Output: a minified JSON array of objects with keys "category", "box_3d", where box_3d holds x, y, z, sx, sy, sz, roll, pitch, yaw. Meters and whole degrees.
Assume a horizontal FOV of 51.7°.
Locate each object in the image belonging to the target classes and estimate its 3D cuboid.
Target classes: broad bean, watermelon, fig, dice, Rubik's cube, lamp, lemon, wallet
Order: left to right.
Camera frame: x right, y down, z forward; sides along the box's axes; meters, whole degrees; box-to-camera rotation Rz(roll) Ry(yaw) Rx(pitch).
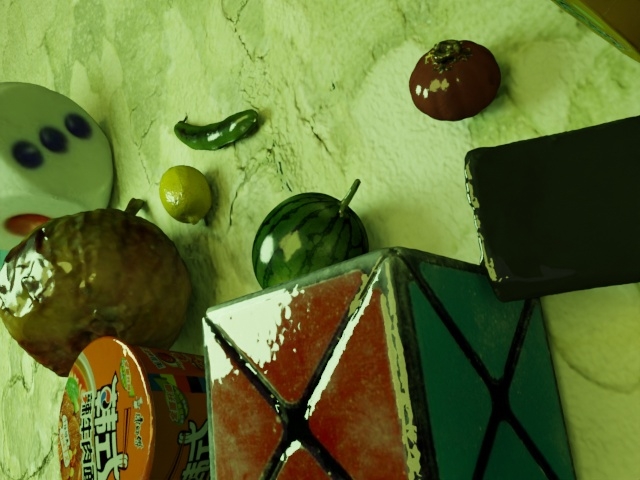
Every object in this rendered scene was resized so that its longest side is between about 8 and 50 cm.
[{"category":"dice","box_3d":[-0.573,-0.136,1.298,0.243,0.259,0.251,-31,61,34]},{"category":"fig","box_3d":[-0.348,0.044,1.092,0.286,0.286,0.369,-52,21,24]},{"category":"lemon","box_3d":[-0.217,-0.073,1.065,0.082,0.082,0.111,-46,52,28]},{"category":"broad bean","box_3d":[-0.179,-0.181,1.079,0.226,0.039,0.069,11,84,45]},{"category":"watermelon","box_3d":[0.000,0.000,0.804,0.187,0.140,0.141,-51,52,21]},{"category":"Rubik's cube","box_3d":[0.065,0.165,0.629,0.254,0.260,0.259,-19,72,38]},{"category":"lamp","box_3d":[0.147,-0.177,0.729,0.101,0.090,0.101,-11,47,11]},{"category":"wallet","box_3d":[0.271,-0.039,0.555,0.285,0.030,0.146,-12,76,17]}]

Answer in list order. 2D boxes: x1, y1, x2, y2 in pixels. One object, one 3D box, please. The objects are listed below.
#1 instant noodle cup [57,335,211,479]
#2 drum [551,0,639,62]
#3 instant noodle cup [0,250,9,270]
[{"category":"instant noodle cup","box_3d":[-0.224,0.264,0.929,0.250,0.192,0.251,-11,74,42]},{"category":"drum","box_3d":[0.173,-0.346,0.516,0.214,0.431,0.431,-52,51,24]},{"category":"instant noodle cup","box_3d":[-0.665,0.008,1.489,0.157,0.070,0.179,-33,60,34]}]
